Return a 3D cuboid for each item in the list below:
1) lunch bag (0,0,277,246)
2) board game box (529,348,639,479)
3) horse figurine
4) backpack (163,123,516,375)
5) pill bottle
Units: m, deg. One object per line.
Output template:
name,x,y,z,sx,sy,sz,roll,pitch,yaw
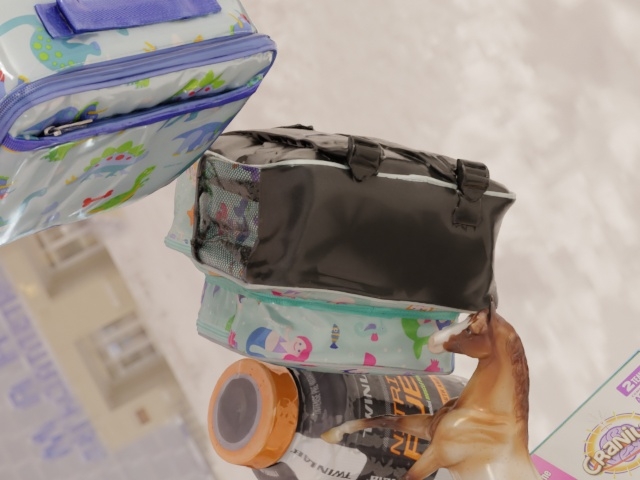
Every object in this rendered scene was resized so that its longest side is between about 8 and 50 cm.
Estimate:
lunch bag,-0.142,-0.080,1.013,0.090,0.219,0.176,56,131,14
board game box,0.327,0.273,1.527,0.316,0.242,0.064,39,155,28
horse figurine,0.111,0.194,1.232,0.263,0.174,0.066,65,-163,10
backpack,0.000,0.000,1.314,0.253,0.225,0.191,28,108,60
pill bottle,0.025,0.160,1.452,0.246,0.130,0.130,14,-151,-39
